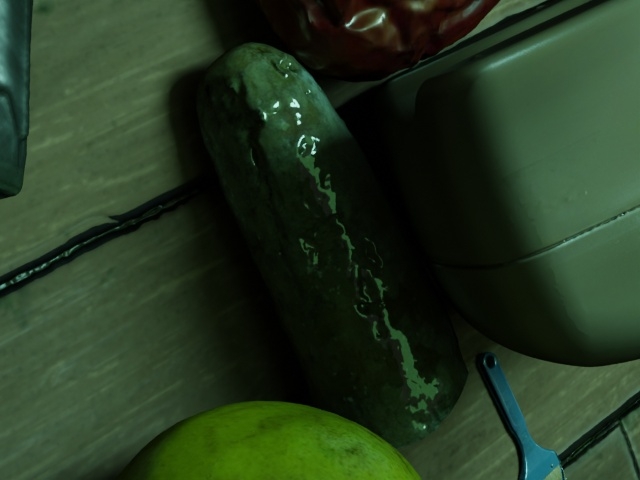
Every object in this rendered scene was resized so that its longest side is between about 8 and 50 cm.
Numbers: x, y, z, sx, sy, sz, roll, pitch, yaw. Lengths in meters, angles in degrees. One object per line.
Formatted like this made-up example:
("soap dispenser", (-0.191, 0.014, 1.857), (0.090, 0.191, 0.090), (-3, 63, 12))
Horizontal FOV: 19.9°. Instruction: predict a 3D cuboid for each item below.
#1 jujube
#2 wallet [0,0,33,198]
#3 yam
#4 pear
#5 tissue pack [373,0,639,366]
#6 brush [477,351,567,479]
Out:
("jujube", (0.055, -0.228, 1.493), (0.250, 0.174, 0.174), (-39, 109, -43))
("wallet", (-0.266, -0.161, 1.267), (0.168, 0.052, 0.245), (16, 70, -43))
("yam", (0.000, 0.000, 1.434), (0.133, 0.133, 0.330), (-32, 99, -41))
("pear", (-0.038, 0.238, 1.275), (0.307, 0.253, 0.253), (-7, 87, -53))
("tissue pack", (0.202, -0.044, 1.430), (0.267, 0.387, 0.277), (-23, 95, -6))
("brush", (0.179, 0.171, 1.637), (0.051, 0.014, 0.164), (-39, 108, -41))
